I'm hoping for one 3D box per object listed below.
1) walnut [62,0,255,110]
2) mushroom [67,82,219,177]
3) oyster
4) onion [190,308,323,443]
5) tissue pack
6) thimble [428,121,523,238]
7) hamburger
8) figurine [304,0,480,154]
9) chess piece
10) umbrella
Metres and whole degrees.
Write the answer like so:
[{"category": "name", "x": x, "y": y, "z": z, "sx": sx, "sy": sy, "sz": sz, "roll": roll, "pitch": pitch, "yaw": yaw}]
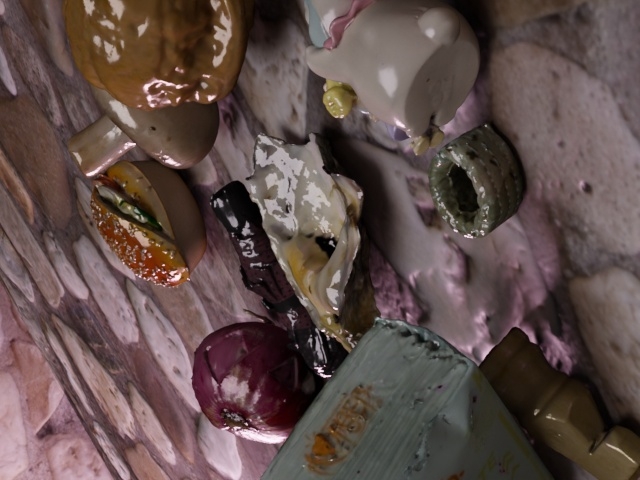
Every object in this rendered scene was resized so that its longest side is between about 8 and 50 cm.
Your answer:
[{"category": "walnut", "x": -0.181, "y": -0.277, "z": 1.155, "sx": 0.257, "sy": 0.224, "sz": 0.257, "roll": 29, "pitch": 137, "yaw": 30}, {"category": "mushroom", "x": -0.253, "y": -0.168, "z": 1.363, "sx": 0.207, "sy": 0.215, "sz": 0.207, "roll": 50, "pitch": -168, "yaw": -15}, {"category": "oyster", "x": 0.009, "y": -0.004, "z": 1.259, "sx": 0.275, "sy": 0.100, "sz": 0.271, "roll": 46, "pitch": 149, "yaw": 44}, {"category": "onion", "x": -0.084, "y": 0.222, "z": 1.551, "sx": 0.200, "sy": 0.200, "sz": 0.207, "roll": 16, "pitch": 118, "yaw": 51}, {"category": "tissue pack", "x": 0.107, "y": 0.302, "z": 1.083, "sx": 0.162, "sy": 0.287, "sz": 0.388, "roll": 22, "pitch": 159, "yaw": 40}, {"category": "thimble", "x": 0.156, "y": -0.061, "z": 1.012, "sx": 0.084, "sy": 0.062, "sz": 0.110, "roll": 23, "pitch": 136, "yaw": 42}, {"category": "hamburger", "x": -0.281, "y": -0.025, "z": 1.633, "sx": 0.237, "sy": 0.147, "sz": 0.237, "roll": 41, "pitch": 150, "yaw": 30}, {"category": "figurine", "x": 0.042, "y": -0.206, "z": 0.997, "sx": 0.235, "sy": 0.127, "sz": 0.155, "roll": 44, "pitch": 158, "yaw": 33}, {"category": "chess piece", "x": 0.263, "y": 0.189, "z": 1.087, "sx": 0.200, "sy": 0.090, "sz": 0.090, "roll": 39, "pitch": 147, "yaw": 17}, {"category": "umbrella", "x": -0.055, "y": 0.059, "z": 1.401, "sx": 0.326, "sy": 0.094, "sz": 0.090, "roll": 56, "pitch": -164, "yaw": -18}]
